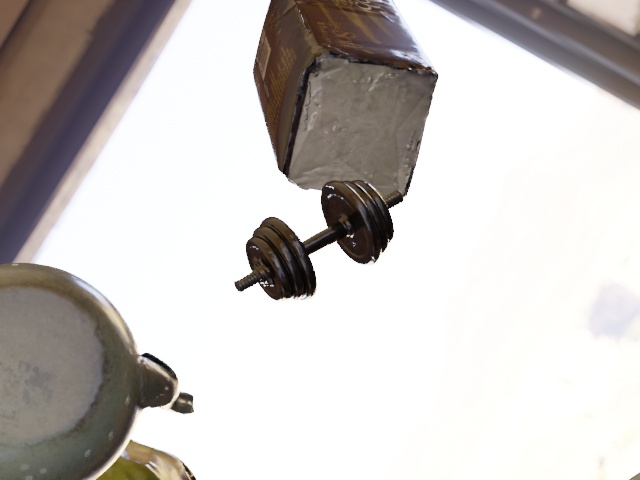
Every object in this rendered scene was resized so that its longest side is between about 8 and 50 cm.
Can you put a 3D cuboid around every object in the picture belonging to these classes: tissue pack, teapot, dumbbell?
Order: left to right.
[{"bbox_3d":[-0.239,0.116,1.241,0.129,0.294,0.193,118,150,-64],"label":"teapot"},{"bbox_3d":[0.000,0.000,1.604,0.208,0.099,0.099,-29,-21,-22],"label":"dumbbell"},{"bbox_3d":[0.020,-0.222,2.175,0.370,0.198,0.210,-108,26,-61],"label":"tissue pack"}]

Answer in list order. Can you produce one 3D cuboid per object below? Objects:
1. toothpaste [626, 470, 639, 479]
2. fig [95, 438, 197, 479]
[{"bbox_3d":[0.401,0.229,1.637,0.255,0.067,0.037,-28,-36,-43],"label":"toothpaste"},{"bbox_3d":[-0.259,0.287,1.801,0.206,0.275,0.206,-31,1,1],"label":"fig"}]
